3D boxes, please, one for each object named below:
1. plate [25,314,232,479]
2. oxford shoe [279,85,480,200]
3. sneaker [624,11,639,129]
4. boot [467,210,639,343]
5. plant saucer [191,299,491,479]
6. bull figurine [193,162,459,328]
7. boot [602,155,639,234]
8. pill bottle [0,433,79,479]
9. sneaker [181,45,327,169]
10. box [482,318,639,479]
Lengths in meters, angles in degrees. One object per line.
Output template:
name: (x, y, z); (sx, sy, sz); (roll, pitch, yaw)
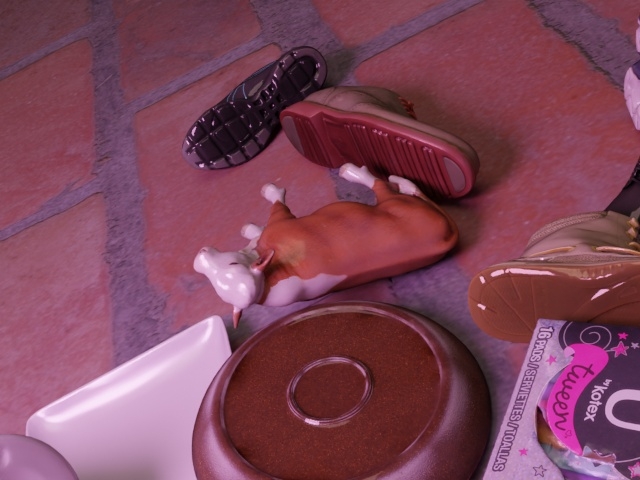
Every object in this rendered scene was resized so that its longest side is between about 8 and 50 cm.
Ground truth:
plate: (-0.198, 0.242, 0.962); (0.277, 0.045, 0.278); (-29, 40, 2)
oxford shoe: (0.090, -0.153, 1.150); (0.130, 0.123, 0.348); (-41, 41, -21)
sneaker: (0.429, -0.209, 0.934); (0.153, 0.235, 0.094); (-12, 60, 3)
boot: (0.291, 0.036, 0.786); (0.262, 0.095, 0.203); (1, 16, 31)
plant saucer: (0.013, 0.163, 0.872); (0.311, 0.050, 0.310); (-9, 40, 7)
bull figurine: (0.000, 0.000, 1.007); (0.311, 0.101, 0.188); (-9, 36, -15)
boot: (0.340, -0.078, 0.901); (0.198, 0.137, 0.077); (-42, 41, -13)
pill bottle: (-0.376, 0.296, 0.873); (0.283, 0.160, 0.160); (-25, 34, 41)
sneaker: (-0.105, -0.202, 1.362); (0.267, 0.101, 0.106); (-37, 18, -8)
box: (0.216, 0.206, 0.653); (0.142, 0.163, 0.247); (2, 49, 35)
